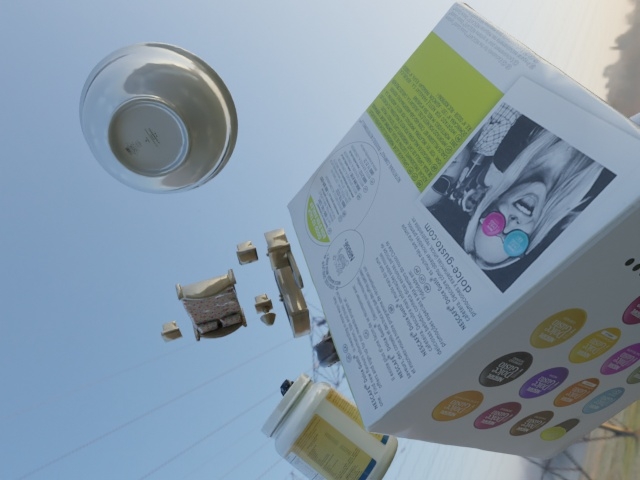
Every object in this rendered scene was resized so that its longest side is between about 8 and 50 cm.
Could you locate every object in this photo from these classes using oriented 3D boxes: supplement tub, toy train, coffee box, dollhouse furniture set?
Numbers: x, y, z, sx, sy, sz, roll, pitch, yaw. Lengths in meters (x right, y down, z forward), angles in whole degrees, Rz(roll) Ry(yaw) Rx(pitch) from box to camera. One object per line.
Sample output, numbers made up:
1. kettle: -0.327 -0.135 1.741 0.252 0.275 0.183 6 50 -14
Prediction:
1. supplement tub: 0.014 0.332 0.875 0.144 0.200 0.144 -52 -10 -13
2. toy train: -0.041 0.344 1.027 0.036 0.158 0.027 -48 -43 10
3. coffee box: 0.214 0.007 0.607 0.337 0.338 0.334 24 -61 -35
4. dollhouse furniture set: -0.216 0.166 1.208 0.303 0.355 0.174 87 163 -54

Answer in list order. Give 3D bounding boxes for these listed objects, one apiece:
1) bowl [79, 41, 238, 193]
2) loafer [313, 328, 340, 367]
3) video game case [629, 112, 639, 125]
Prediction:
1. bowl: -0.303 -0.204 0.952 0.134 0.298 0.298 -106 9 -64
2. loafer: 0.073 0.140 1.176 0.130 0.134 0.366 45 -139 -2
3. video game case: 0.526 -0.074 0.934 0.300 0.329 0.036 31 -130 -27
